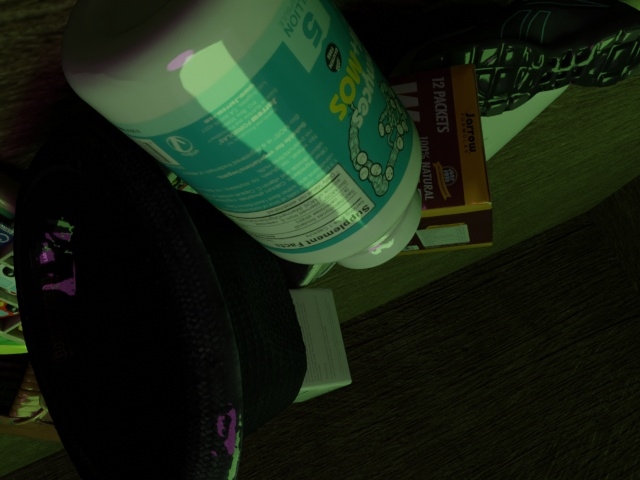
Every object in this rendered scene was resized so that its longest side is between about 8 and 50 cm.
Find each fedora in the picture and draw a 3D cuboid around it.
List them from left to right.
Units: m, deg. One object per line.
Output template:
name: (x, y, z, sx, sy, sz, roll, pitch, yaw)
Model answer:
fedora: (-0.120, 0.056, 0.518, 0.152, 0.334, 0.334, -10, 158, -43)

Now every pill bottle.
pill bottle: (-0.025, -0.078, 0.428, 0.146, 0.146, 0.264, -31, 139, 15)

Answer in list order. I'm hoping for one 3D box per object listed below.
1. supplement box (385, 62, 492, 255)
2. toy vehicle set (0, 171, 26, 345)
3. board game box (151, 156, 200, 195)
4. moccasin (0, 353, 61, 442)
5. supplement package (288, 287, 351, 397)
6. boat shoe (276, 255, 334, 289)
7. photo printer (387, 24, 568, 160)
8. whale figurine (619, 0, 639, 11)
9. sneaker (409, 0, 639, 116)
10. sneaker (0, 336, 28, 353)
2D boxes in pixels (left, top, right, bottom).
supplement box: (0.071, -0.064, 0.648, 0.191, 0.129, 0.194, -6, 167, 14)
toy vehicle set: (-0.308, 0.034, 0.660, 0.166, 0.035, 0.267, -30, 142, 14)
board game box: (-0.105, -0.089, 0.714, 0.305, 0.053, 0.193, -41, 160, 31)
moccasin: (-0.411, 0.201, 0.915, 0.379, 0.139, 0.147, 11, 144, -10)
supplement package: (-0.127, 0.192, 1.087, 0.292, 0.178, 0.175, 2, 157, -35)
boat shoe: (0.000, -0.003, 1.120, 0.103, 0.118, 0.320, -6, 149, -43)
photo printer: (0.178, -0.170, 0.859, 0.256, 0.107, 0.307, -17, 163, -30)
whale figurine: (0.395, -0.306, 0.750, 0.216, 0.141, 0.272, 18, 173, -12)
sneaker: (0.216, -0.205, 0.677, 0.267, 0.106, 0.101, -11, 146, -10)
sneaker: (-0.437, 0.090, 0.753, 0.295, 0.109, 0.124, -15, 140, -34)
